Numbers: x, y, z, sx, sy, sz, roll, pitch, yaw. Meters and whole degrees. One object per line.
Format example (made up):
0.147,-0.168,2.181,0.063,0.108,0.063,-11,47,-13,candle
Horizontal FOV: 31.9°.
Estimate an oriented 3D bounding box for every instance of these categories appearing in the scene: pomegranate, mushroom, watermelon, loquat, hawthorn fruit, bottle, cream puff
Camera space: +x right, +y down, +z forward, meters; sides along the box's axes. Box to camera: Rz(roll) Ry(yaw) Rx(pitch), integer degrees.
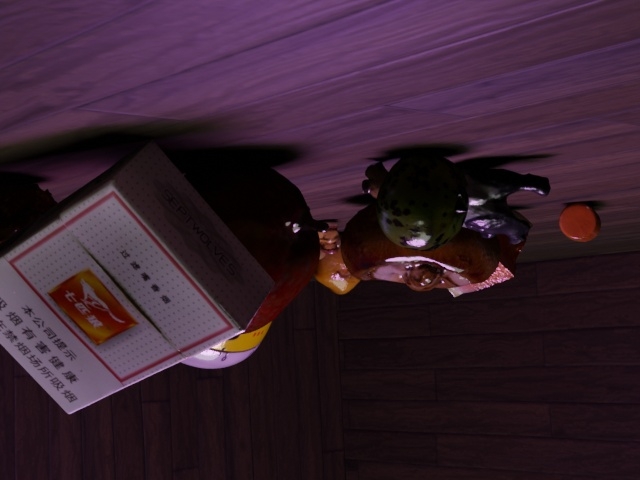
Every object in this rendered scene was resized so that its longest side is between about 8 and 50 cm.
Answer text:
0.108,-0.054,1.357,0.161,0.122,0.122,29,-165,33,pomegranate
0.160,0.006,1.776,0.253,0.153,0.253,6,174,1,mushroom
0.299,0.002,2.017,0.137,0.145,0.193,19,142,10,watermelon
0.031,0.046,2.374,0.113,0.137,0.137,-29,-177,-16,loquat
-0.085,0.000,1.333,0.248,0.208,0.208,-22,164,40,hawthorn fruit
0.485,-0.029,2.073,0.069,0.069,0.187,-5,175,20,bottle
-0.389,-0.032,1.391,0.149,0.085,0.149,-8,174,-1,cream puff

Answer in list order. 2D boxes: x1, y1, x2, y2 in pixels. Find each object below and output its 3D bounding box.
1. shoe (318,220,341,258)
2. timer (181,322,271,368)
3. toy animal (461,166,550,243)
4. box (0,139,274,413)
-0.001,0.000,2.114,0.072,0.069,0.109,2,168,-42,shoe
-0.185,0.060,1.978,0.285,0.285,0.285,-3,175,0,timer
0.208,-0.050,1.507,0.121,0.094,0.225,8,-178,-14,toy animal
-0.238,0.051,1.249,0.330,0.210,0.095,-28,-161,37,box
